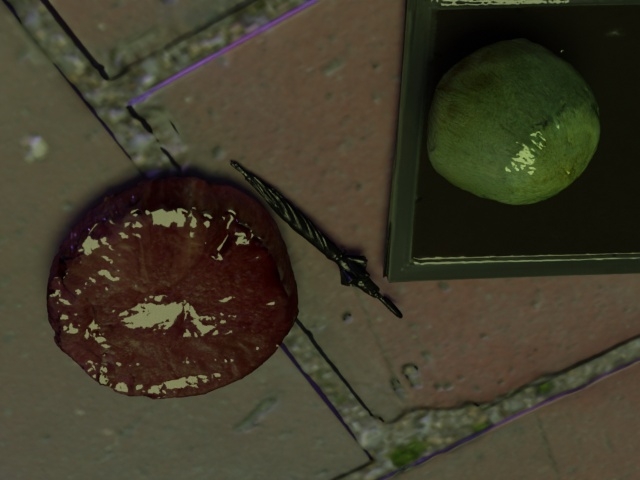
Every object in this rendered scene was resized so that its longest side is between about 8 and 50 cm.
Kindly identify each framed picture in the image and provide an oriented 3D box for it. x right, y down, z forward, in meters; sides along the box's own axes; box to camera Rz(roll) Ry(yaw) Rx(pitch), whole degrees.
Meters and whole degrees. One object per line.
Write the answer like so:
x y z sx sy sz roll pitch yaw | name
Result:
0.165 -0.060 0.892 0.252 0.014 0.197 -1 127 -6 | framed picture

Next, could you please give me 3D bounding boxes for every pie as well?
-0.083 0.030 0.915 0.155 0.036 0.154 -4 127 -5 | pie

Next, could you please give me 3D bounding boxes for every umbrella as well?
0.001 0.002 0.914 0.022 0.022 0.149 -45 121 8 | umbrella

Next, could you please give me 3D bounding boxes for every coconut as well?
0.096 -0.062 0.822 0.088 0.096 0.087 -31 136 -35 | coconut
